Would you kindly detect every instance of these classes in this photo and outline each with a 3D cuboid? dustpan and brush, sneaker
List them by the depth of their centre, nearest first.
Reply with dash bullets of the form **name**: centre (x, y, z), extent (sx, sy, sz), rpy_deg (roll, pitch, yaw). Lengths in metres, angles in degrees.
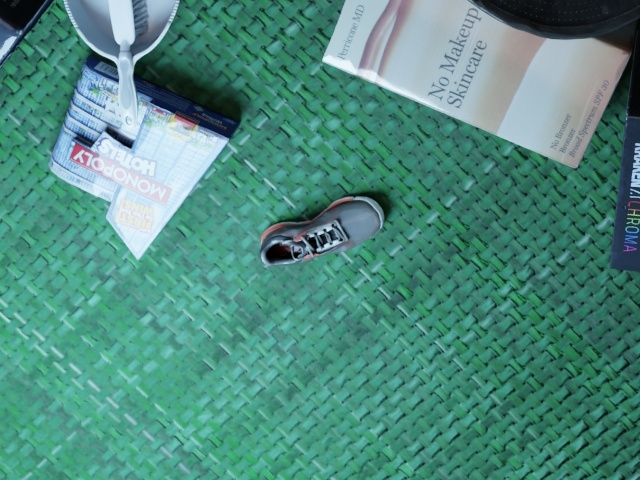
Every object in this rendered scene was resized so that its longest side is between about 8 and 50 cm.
- **dustpan and brush**: centre (-0.217, -0.232, 2.042), extent (0.147, 0.060, 0.211), rpy_deg (-2, 106, 13)
- **sneaker**: centre (0.000, 0.000, 2.109), extent (0.158, 0.065, 0.061), rpy_deg (-21, 108, 21)

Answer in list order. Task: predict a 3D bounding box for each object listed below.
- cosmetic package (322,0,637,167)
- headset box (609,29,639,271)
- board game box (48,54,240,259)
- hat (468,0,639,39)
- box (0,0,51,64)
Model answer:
- **cosmetic package**: centre (0.171, -0.214, 1.939), extent (0.296, 0.129, 0.153), rpy_deg (22, 118, 3)
- **headset box**: centre (0.453, -0.075, 1.889), extent (0.283, 0.131, 0.246), rpy_deg (7, 141, 9)
- **board game box**: centre (-0.219, -0.086, 2.124), extent (0.194, 0.060, 0.194), rpy_deg (24, 116, 1)
- **hat**: centre (0.251, -0.375, 1.847), extent (0.331, 0.134, 0.331), rpy_deg (-1, 103, -3)
- **box**: centre (-0.560, -0.282, 1.921), extent (0.472, 0.297, 0.480), rpy_deg (38, 127, -10)
